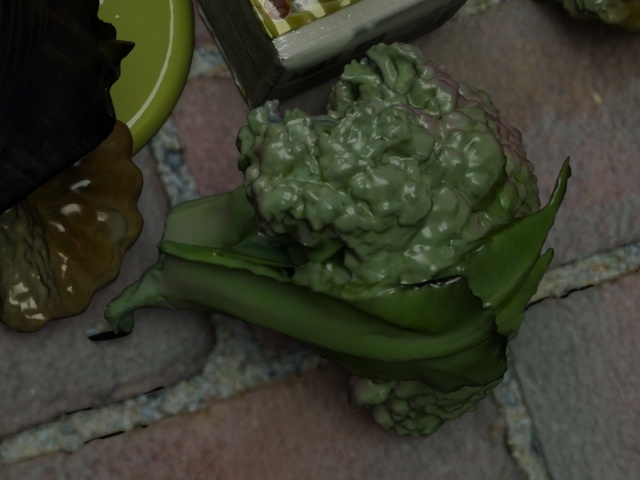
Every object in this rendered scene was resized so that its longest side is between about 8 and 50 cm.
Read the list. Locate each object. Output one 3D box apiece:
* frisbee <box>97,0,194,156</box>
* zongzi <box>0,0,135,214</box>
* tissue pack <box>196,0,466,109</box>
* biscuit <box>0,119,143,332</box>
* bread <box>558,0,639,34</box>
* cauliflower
[{"bbox_3d":[-0.195,-0.142,1.247,0.236,0.017,0.236,3,77,-12],"label":"frisbee"},{"bbox_3d":[-0.308,-0.230,1.009,0.208,0.432,0.403,-34,66,12],"label":"zongzi"},{"bbox_3d":[0.009,-0.162,1.250,0.148,0.106,0.099,-26,84,-17],"label":"tissue pack"},{"bbox_3d":[-0.166,-0.046,1.192,0.118,0.061,0.183,-21,82,-17],"label":"biscuit"},{"bbox_3d":[0.277,-0.209,1.309,0.267,0.130,0.152,-2,69,-13],"label":"bread"},{"bbox_3d":[0.000,0.000,1.174,0.315,0.256,0.239,-8,82,17],"label":"cauliflower"}]
